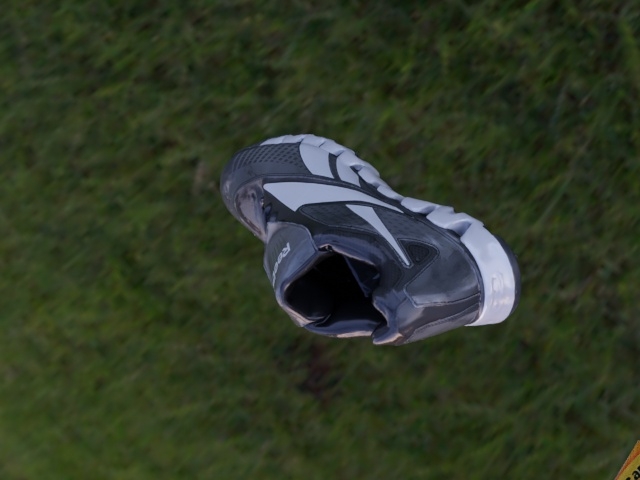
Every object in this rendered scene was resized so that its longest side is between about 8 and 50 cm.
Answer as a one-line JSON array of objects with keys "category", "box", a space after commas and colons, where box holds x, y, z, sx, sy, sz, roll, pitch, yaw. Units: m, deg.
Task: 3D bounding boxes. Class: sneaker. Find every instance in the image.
[{"category": "sneaker", "box": [0.000, 0.000, 1.074, 0.234, 0.106, 0.078, 27, 129, 43]}]

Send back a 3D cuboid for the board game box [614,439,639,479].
[{"category": "board game box", "box": [0.337, 0.408, 1.221, 0.356, 0.356, 0.356, 13, 153, 52]}]
